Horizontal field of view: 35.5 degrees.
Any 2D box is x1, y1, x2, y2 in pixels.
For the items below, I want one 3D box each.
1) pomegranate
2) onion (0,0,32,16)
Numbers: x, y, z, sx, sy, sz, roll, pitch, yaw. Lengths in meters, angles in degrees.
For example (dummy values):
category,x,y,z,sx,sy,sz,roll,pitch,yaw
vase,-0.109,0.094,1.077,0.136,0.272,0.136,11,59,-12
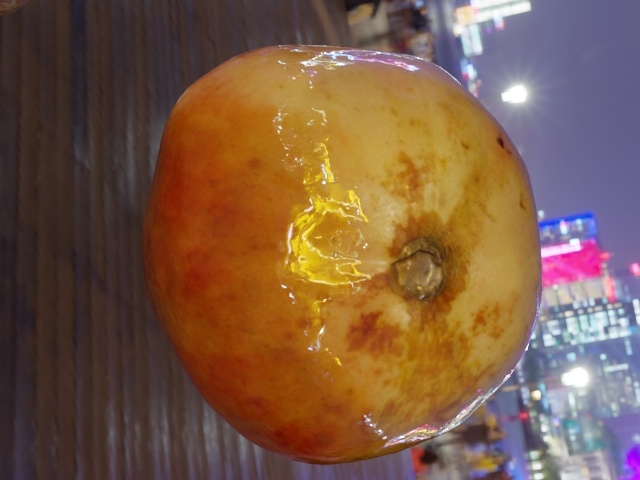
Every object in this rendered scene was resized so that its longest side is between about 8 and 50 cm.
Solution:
category,x,y,z,sx,sy,sz,roll,pitch,yaw
pomegranate,0.000,0.000,0.623,0.270,0.229,0.252,23,-50,61
onion,-0.334,-0.293,0.850,0.246,0.246,0.190,63,28,-57
